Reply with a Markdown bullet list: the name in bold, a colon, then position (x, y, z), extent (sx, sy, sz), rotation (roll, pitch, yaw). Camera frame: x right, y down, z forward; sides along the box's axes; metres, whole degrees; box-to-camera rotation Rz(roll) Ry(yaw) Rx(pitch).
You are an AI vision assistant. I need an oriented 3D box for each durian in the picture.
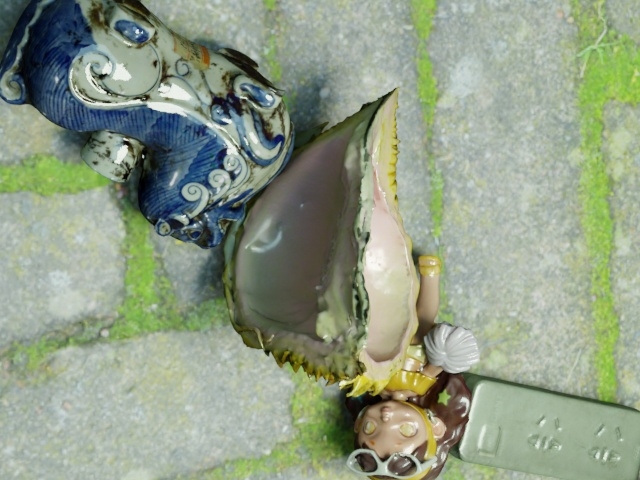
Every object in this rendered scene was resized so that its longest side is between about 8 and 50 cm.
- **durian**: position (-0.009, 0.012, 1.464), extent (0.185, 0.195, 0.305), rotation (38, 48, -58)

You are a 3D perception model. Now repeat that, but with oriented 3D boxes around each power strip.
- **power strip**: position (0.226, 0.205, 1.665), extent (0.288, 0.053, 0.093), rotation (13, 93, -24)

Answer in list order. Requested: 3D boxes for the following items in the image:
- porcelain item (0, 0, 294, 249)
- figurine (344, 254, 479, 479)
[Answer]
- **porcelain item**: position (-0.165, -0.121, 1.429), extent (0.288, 0.138, 0.186), rotation (27, 105, -27)
- **figurine**: position (0.084, 0.133, 1.557), extent (0.174, 0.116, 0.240), rotation (1, 87, 18)
